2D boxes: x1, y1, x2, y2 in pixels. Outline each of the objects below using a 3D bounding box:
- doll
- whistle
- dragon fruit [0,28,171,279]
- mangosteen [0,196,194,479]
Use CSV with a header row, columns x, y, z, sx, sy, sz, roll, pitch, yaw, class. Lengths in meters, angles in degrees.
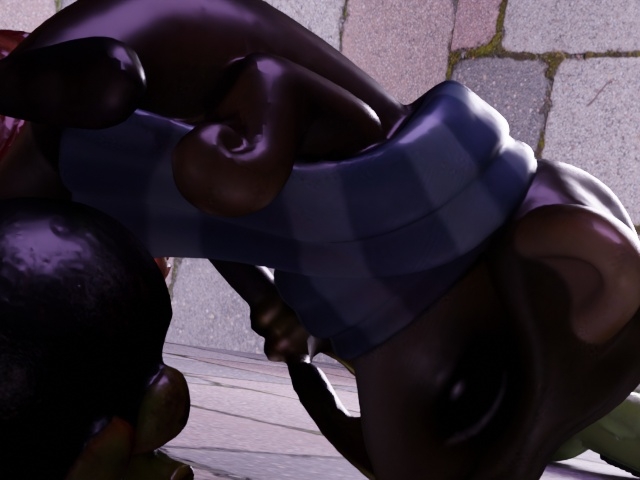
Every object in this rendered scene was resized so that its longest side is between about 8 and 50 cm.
x,y,z,sx,sy,sz,roll,pitch,yaw,class
-0.003,0.003,0.819,0.340,0.209,0.318,29,-1,-5,doll
0.264,0.133,1.399,0.294,0.141,0.141,9,-2,31,whistle
-0.202,-0.016,1.009,0.244,0.244,0.299,8,6,26,dragon fruit
-0.110,0.055,0.685,0.151,0.137,0.137,44,-3,0,mangosteen
